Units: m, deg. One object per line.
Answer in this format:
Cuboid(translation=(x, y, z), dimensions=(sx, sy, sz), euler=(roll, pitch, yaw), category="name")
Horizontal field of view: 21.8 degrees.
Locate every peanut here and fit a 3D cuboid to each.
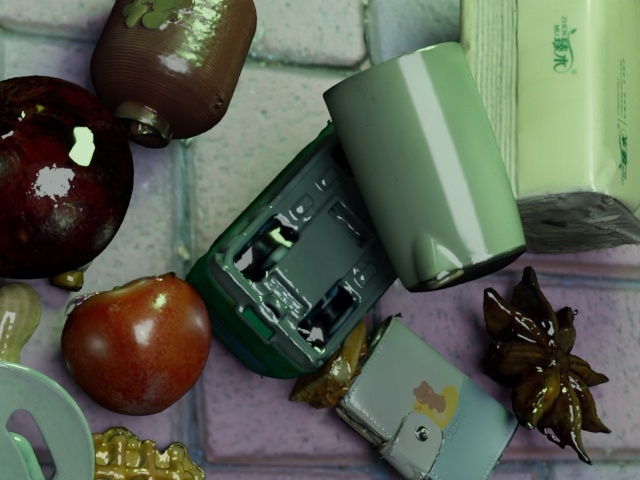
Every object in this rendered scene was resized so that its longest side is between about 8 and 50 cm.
Cuboid(translation=(-0.362, 0.128, 1.805), dimensions=(0.082, 0.082, 0.187), euler=(25, 69, -21), category="peanut")

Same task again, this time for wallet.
Cuboid(translation=(0.127, 0.218, 2.047), dimensions=(0.231, 0.069, 0.170), euler=(41, 59, -14), category="wallet")

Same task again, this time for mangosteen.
Cuboid(translation=(-0.303, -0.045, 1.817), dimensions=(0.235, 0.235, 0.261), euler=(-52, 143, -28), category="mangosteen")

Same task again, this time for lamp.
Cuboid(translation=(-0.177, -0.223, 1.942), dimensions=(0.180, 0.180, 0.258), euler=(28, 68, -20), category="lamp")

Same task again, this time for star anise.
Cuboid(translation=(0.273, 0.169, 2.128), dimensions=(0.272, 0.102, 0.272), euler=(32, 44, -37), category="star anise")

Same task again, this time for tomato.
Cuboid(translation=(-0.205, 0.119, 1.843), dimensions=(0.167, 0.167, 0.167), euler=(7, 75, -27), category="tomato")

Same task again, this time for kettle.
Cuboid(translation=(0.137, -0.079, 1.859), dimensions=(0.240, 0.165, 0.255), euler=(-16, 83, -60), category="kettle")

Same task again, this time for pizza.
Cuboid(translation=(0.017, 0.146, 1.989), dimensions=(0.046, 0.134, 0.175), euler=(31, 28, -10), category="pizza")

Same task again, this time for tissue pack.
Cuboid(translation=(0.306, -0.193, 2.118), dimensions=(0.297, 0.207, 0.380), euler=(25, 62, -63), category="tissue pack")

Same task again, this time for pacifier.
Cuboid(translation=(-0.371, 0.288, 1.645), dimensions=(0.343, 0.269, 0.288), euler=(-27, 116, -10), category="pacifier")

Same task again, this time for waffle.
Cuboid(translation=(-0.208, 0.334, 1.856), dimensions=(0.238, 0.059, 0.243), euler=(45, 59, -8), category="waffle")

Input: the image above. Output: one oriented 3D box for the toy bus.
Cuboid(translation=(0.000, 0.000, 1.957), dimensions=(0.183, 0.199, 0.343), euler=(47, 61, -7), category="toy bus")
